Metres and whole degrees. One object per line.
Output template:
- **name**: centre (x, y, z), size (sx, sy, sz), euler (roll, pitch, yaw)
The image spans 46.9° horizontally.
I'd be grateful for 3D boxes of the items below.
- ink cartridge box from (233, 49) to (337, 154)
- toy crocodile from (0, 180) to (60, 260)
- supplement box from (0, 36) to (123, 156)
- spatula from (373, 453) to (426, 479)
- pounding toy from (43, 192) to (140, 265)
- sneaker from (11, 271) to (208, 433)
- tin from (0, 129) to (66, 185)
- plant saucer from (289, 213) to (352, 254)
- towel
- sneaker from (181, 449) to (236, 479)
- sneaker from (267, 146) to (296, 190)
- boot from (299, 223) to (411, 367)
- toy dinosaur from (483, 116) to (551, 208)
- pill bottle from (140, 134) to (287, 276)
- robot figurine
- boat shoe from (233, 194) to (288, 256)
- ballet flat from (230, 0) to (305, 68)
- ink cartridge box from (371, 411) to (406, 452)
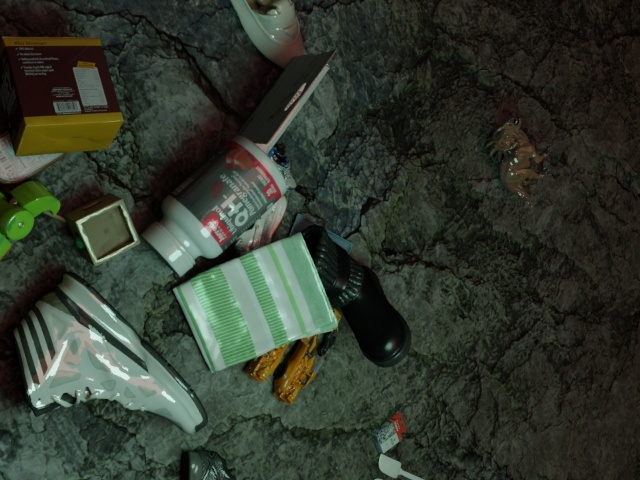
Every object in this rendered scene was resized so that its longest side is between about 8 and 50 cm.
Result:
- **ink cartridge box**: centre (-0.073, -0.317, 1.724), size (0.060, 0.239, 0.275), euler (39, 80, -27)
- **toy crocodile**: centre (-0.657, 0.010, 1.437), size (0.340, 0.115, 0.105), euler (-53, 155, -22)
- **supplement box**: centre (-0.526, -0.289, 1.478), size (0.191, 0.129, 0.194), euler (-10, 75, -34)
- **spatula**: centre (0.223, 0.720, 2.079), size (0.242, 0.019, 0.168), euler (34, 66, -30)
- **pounding toy**: centre (-0.486, -0.029, 1.569), size (0.141, 0.100, 0.130), euler (-31, 121, -28)
- **sneaker**: centre (-0.461, 0.305, 1.557), size (0.257, 0.169, 0.447), euler (-46, 106, -16)
- **tin**: centre (-0.603, -0.186, 1.517), size (0.190, 0.040, 0.106), euler (-40, 115, -28)
- **plant saucer**: centre (0.000, 0.000, 1.932), size (0.192, 0.018, 0.067), euler (29, 74, -31)
- **towel**: centre (-0.150, 0.152, 1.715), size (0.325, 0.038, 0.247), euler (-22, 103, 4)
- **sneaker**: centre (-0.257, 0.601, 1.711), size (0.130, 0.087, 0.227), euler (5, 81, -28)
- **sneaker**: centre (-0.098, -0.178, 1.834), size (0.135, 0.058, 0.052), euler (50, 44, -26)
- **boot**: centre (0.066, 0.135, 1.800), size (0.131, 0.348, 0.260), euler (-41, 132, 10)
- **toy dinosaur**: centre (0.596, -0.242, 2.281), size (0.200, 0.127, 0.295), euler (-11, 108, -26)
- **pill bottle**: centre (-0.243, -0.072, 1.660), size (0.318, 0.176, 0.176), euler (-44, 113, -13)
- **robot figurine**: centre (-0.053, 0.250, 1.853), size (0.211, 0.085, 0.291), euler (43, 67, -27)
- **boat shoe**: centre (-0.170, 0.000, 1.777), size (0.096, 0.098, 0.277), euler (24, 74, -22)
- **ballet flat**: centre (-0.144, -0.588, 1.773), size (0.139, 0.139, 0.400), euler (-46, 114, -26)
- **ink cartridge box**: centre (0.198, 0.533, 2.053), size (0.115, 0.029, 0.062), euler (-27, 104, -31)
